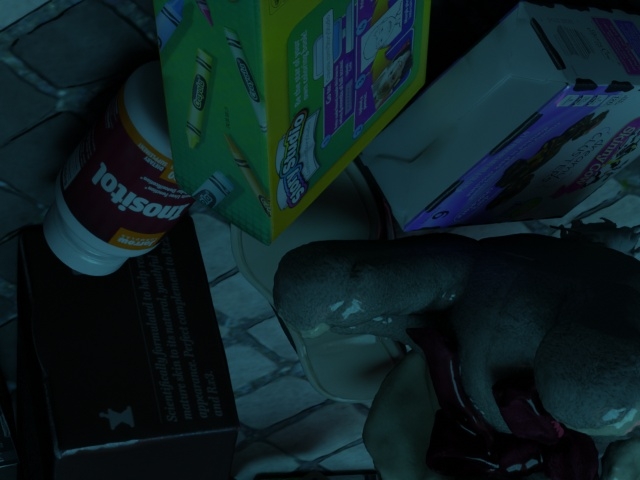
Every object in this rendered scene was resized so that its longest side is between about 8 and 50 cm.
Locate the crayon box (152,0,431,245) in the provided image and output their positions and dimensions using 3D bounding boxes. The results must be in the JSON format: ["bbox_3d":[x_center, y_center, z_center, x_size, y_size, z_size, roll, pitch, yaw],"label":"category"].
[{"bbox_3d":[-0.012,-0.142,1.076,0.165,0.081,0.278,-46,157,-26],"label":"crayon box"}]

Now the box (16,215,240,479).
[{"bbox_3d":[-0.161,0.167,1.455,0.143,0.191,0.381,-7,147,-12],"label":"box"}]

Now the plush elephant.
[{"bbox_3d":[0.131,0.131,1.297,0.330,0.272,0.255,-19,121,-59],"label":"plush elephant"}]

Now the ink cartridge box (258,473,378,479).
[{"bbox_3d":[0.021,0.298,1.809,0.208,0.087,0.153,0,145,-23],"label":"ink cartridge box"}]

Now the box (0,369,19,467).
[{"bbox_3d":[-0.380,0.125,1.422,0.270,0.060,0.216,-12,146,-6],"label":"box"}]

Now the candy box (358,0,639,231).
[{"bbox_3d":[0.152,-0.083,1.266,0.196,0.070,0.165,-5,150,-49],"label":"candy box"}]

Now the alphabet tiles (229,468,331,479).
[{"bbox_3d":[-0.084,0.328,1.589,0.342,0.285,0.011,-33,129,-23],"label":"alphabet tiles"}]

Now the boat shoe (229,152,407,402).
[{"bbox_3d":[0.000,0.000,1.378,0.112,0.095,0.335,-9,143,7],"label":"boat shoe"}]

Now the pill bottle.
[{"bbox_3d":[-0.124,-0.044,1.248,0.086,0.086,0.152,10,139,-33],"label":"pill bottle"}]
